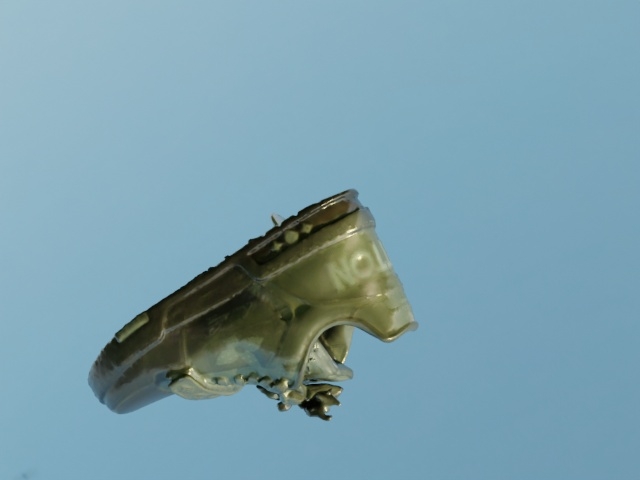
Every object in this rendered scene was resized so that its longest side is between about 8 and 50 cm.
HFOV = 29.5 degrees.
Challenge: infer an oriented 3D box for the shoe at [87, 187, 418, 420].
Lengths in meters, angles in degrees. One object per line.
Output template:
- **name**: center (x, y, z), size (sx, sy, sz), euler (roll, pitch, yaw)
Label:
- **shoe**: center (-0.052, 0.093, 0.972), size (0.293, 0.109, 0.149), euler (-37, -102, 22)

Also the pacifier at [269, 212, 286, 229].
- **pacifier**: center (0.000, 0.000, 1.053), size (0.078, 0.081, 0.099), euler (-43, -111, 7)
